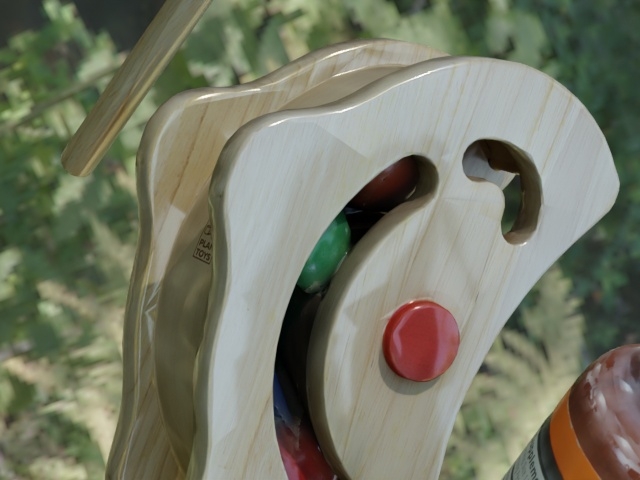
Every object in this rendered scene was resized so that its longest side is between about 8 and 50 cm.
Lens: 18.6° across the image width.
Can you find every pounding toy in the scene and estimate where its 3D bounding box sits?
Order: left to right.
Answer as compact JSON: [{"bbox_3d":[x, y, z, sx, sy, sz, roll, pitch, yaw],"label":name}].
[{"bbox_3d":[0.000,0.000,0.721,0.154,0.155,0.269,2,100,-29],"label":"pounding toy"}]

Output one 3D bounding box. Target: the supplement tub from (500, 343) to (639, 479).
[{"bbox_3d":[0.098,0.106,0.606,0.106,0.198,0.106,26,27,-14],"label":"supplement tub"}]
